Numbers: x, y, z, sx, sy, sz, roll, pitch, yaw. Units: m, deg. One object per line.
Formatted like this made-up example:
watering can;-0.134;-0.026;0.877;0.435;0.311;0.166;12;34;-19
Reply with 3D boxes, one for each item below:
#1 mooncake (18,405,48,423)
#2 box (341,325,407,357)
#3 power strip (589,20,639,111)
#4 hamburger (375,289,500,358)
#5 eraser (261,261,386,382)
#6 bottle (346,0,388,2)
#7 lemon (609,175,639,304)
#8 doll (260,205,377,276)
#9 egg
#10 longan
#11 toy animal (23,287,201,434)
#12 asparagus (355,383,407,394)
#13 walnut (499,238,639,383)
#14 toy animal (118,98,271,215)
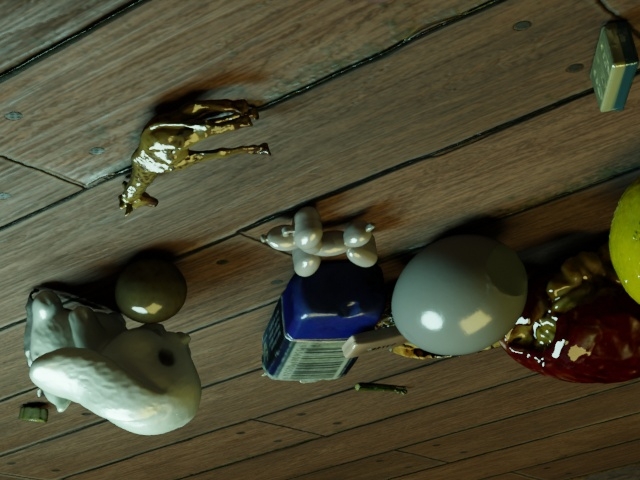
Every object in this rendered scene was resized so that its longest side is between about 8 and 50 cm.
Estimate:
mooncake;-0.419;0.294;2.479;0.346;0.057;0.150;-15;169;11
box;0.090;0.157;2.099;0.115;0.025;0.048;-10;156;-34
power strip;0.333;-0.195;1.527;0.032;0.056;0.123;-9;158;1
hamburger;0.202;0.130;2.213;0.231;0.107;0.231;-6;162;-2
eraser;-0.002;0.138;2.175;0.155;0.102;0.332;-2;156;-12
bottle;0.000;-0.279;1.155;0.110;0.110;0.233;-22;153;32
lemon;0.508;0.000;1.824;0.236;0.236;0.263;-1;155;-13
doll;0.000;0.000;1.894;0.161;0.059;0.160;-8;158;3
egg;0.203;0.085;2.006;0.176;0.176;0.232;7;157;-31
longan;-0.247;0.074;1.955;0.106;0.106;0.119;-7;173;-1
toy animal;-0.319;0.192;2.005;0.249;0.174;0.289;18;178;-34
asparagus;0.125;0.300;2.711;0.127;0.018;0.015;8;-172;-33
walnut;0.428;0.112;2.107;0.269;0.222;0.244;-8;131;-37
toy animal;-0.175;-0.101;1.605;0.275;0.054;0.149;-26;154;33
